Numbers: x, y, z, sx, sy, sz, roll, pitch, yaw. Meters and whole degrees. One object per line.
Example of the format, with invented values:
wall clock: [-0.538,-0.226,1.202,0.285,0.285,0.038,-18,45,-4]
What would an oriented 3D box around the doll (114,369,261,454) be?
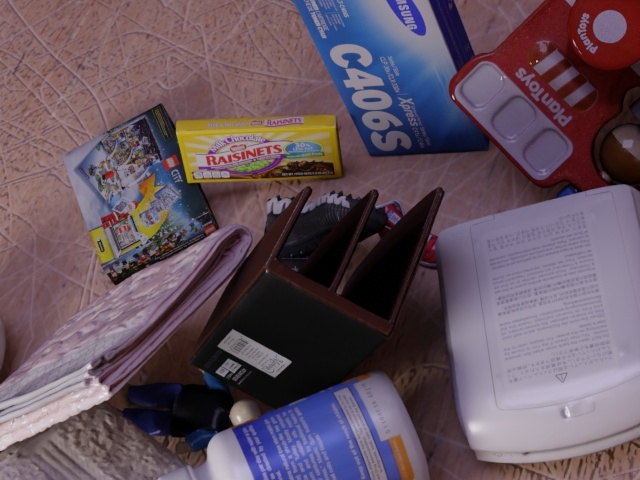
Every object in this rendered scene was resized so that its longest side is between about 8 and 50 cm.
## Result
doll: [-0.158,0.200,2.015,0.189,0.046,0.129,2,56,25]

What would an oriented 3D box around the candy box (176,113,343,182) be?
candy box: [-0.077,-0.117,2.161,0.205,0.105,0.027,-2,51,5]

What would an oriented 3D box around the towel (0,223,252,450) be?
towel: [-0.262,0.120,1.950,0.332,0.053,0.317,-26,14,42]

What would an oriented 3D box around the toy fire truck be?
toy fire truck: [0.334,-0.154,1.975,0.254,0.169,0.302,-43,90,17]

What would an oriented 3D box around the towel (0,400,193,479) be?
towel: [-0.233,0.294,1.900,0.282,0.049,0.187,32,50,22]

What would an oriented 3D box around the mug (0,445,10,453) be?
mug: [-0.423,0.308,2.024,0.169,0.150,0.113,-13,92,19]

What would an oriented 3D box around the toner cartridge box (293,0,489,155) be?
toner cartridge box: [0.090,-0.238,2.051,0.165,0.348,0.075,-3,54,21]

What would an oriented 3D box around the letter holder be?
letter holder: [-0.004,0.038,1.892,0.152,0.302,0.214,29,61,-7]

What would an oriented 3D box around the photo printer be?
photo printer: [0.266,0.101,1.871,0.256,0.107,0.308,-15,50,12]

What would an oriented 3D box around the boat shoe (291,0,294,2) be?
boat shoe: [0.042,-0.376,2.368,0.183,0.066,0.066,-29,50,0]

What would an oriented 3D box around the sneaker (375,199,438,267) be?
sneaker: [0.111,-0.009,2.050,0.118,0.067,0.042,21,65,35]

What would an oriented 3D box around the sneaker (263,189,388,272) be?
sneaker: [0.000,0.000,2.054,0.234,0.078,0.106,-1,70,56]

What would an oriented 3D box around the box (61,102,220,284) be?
box: [-0.245,-0.065,2.261,0.159,0.044,0.233,-27,48,1]

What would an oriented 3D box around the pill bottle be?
pill bottle: [-0.031,0.256,1.817,0.272,0.152,0.152,-21,48,-8]

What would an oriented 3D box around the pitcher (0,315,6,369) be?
pitcher: [-0.450,0.145,2.108,0.178,0.125,0.207,-50,36,41]
